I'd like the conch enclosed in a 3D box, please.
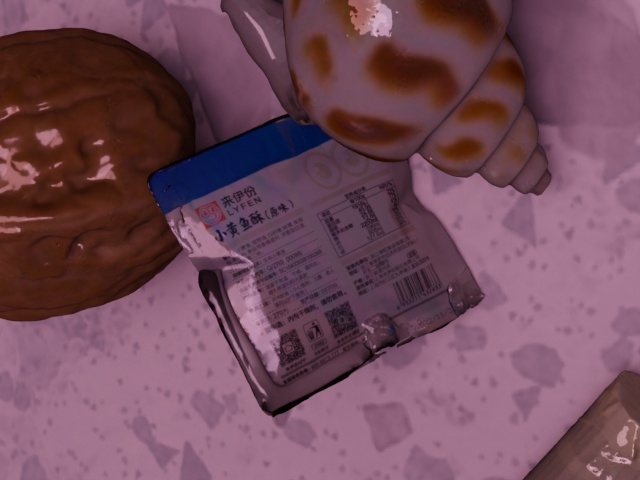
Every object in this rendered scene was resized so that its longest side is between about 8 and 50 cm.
[{"bbox_3d":[0.039,-0.138,0.823,0.148,0.183,0.275,-21,87,-16],"label":"conch"}]

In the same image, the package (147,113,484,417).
[{"bbox_3d":[0.000,0.000,0.866,0.173,0.171,0.027,62,161,6],"label":"package"}]

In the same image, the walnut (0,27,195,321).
[{"bbox_3d":[-0.186,-0.044,0.913,0.213,0.213,0.213,3,98,26],"label":"walnut"}]

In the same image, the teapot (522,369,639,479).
[{"bbox_3d":[0.164,0.188,0.845,0.107,0.077,0.200,37,112,-3],"label":"teapot"}]
